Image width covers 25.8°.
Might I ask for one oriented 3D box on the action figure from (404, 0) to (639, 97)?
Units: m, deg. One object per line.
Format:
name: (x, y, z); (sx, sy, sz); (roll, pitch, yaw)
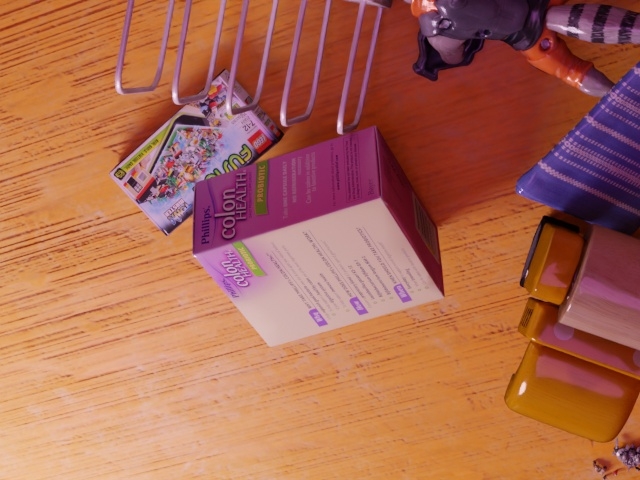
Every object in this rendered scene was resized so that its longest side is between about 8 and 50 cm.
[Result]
action figure: (0.230, -0.309, 1.556); (0.330, 0.178, 0.341); (10, 114, -2)

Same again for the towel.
towel: (0.393, -0.145, 1.577); (0.336, 0.243, 0.040); (-48, 51, 23)

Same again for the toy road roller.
toy road roller: (0.321, 0.114, 1.618); (0.202, 0.329, 0.241); (19, 92, 4)

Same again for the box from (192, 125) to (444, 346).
box: (0.000, 0.000, 1.701); (0.243, 0.117, 0.213); (-17, 139, 17)

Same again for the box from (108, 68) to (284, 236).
box: (-0.159, -0.111, 1.784); (0.207, 0.036, 0.114); (-39, 99, 22)

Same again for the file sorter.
file sorter: (-0.075, -0.231, 1.616); (0.277, 0.193, 0.173); (11, 99, 7)

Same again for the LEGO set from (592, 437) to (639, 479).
LEGO set: (0.397, 0.290, 1.831); (0.054, 0.023, 0.083); (37, 113, -4)
